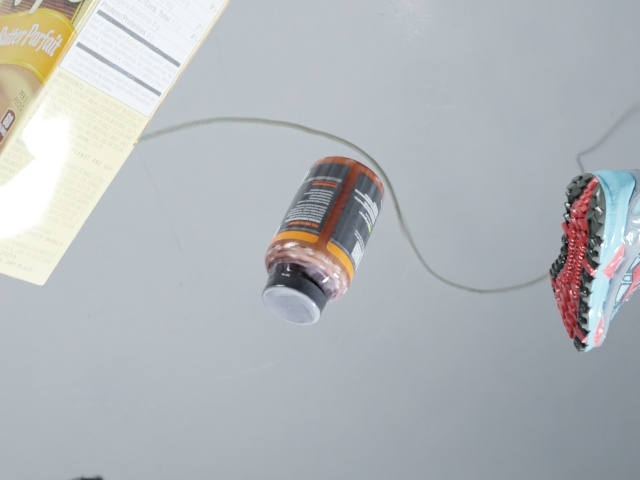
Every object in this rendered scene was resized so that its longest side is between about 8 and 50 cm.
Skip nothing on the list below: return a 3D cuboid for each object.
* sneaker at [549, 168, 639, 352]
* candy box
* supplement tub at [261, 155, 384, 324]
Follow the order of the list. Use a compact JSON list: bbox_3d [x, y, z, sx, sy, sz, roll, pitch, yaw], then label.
[{"bbox_3d":[0.323,0.032,0.756,0.125,0.104,0.262,-9,140,2],"label":"sneaker"},{"bbox_3d":[-0.186,-0.148,0.542,0.087,0.183,0.316,27,101,-45],"label":"candy box"},{"bbox_3d":[0.000,0.000,0.837,0.106,0.106,0.198,41,51,-20],"label":"supplement tub"}]
